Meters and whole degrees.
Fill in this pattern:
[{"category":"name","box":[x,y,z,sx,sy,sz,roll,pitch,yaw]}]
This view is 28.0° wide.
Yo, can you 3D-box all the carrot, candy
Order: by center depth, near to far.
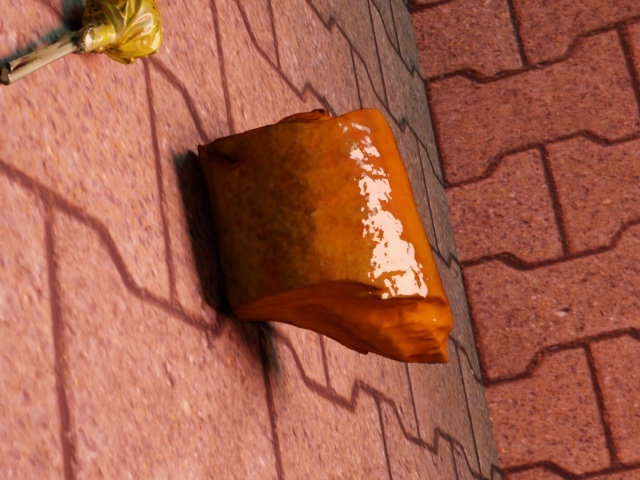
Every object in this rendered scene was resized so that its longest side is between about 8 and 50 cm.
[{"category":"candy","box":[-0.221,-0.181,1.175,0.262,0.077,0.073,-49,145,-62]},{"category":"carrot","box":[0.000,0.000,1.452,0.241,0.241,0.340,12,62,-74]}]
